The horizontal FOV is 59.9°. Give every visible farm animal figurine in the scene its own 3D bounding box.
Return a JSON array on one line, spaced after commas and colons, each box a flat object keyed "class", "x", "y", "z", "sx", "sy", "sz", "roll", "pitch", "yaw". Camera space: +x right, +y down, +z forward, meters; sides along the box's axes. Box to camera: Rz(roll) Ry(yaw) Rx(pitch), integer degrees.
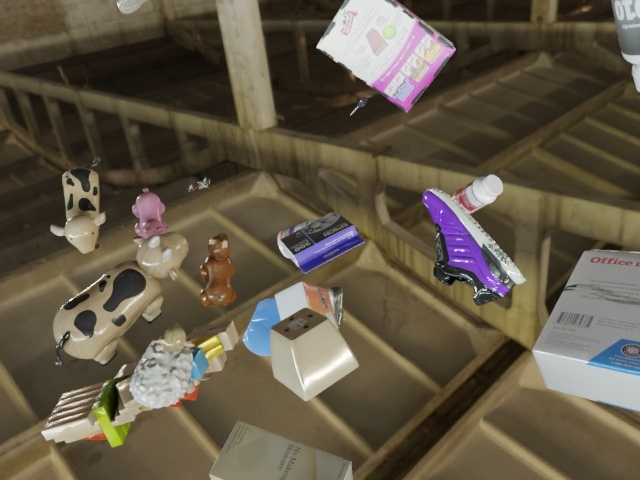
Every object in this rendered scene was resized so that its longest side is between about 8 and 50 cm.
[{"class": "farm animal figurine", "x": -0.295, "y": 0.045, "z": 0.848, "sx": 0.331, "sy": 0.172, "sz": 0.326, "roll": 27, "pitch": -118, "yaw": -3}]

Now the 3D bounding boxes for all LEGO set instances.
[{"class": "LEGO set", "x": -0.363, "y": -0.165, "z": 1.686, "sx": 0.083, "sy": 0.023, "sz": 0.054, "roll": -34, "pitch": 173, "yaw": -26}]

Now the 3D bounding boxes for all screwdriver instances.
[{"class": "screwdriver", "x": 0.123, "y": -0.451, "z": 1.891, "sx": 0.025, "sy": 0.024, "sz": 0.170, "roll": -42, "pitch": -174, "yaw": -18}]

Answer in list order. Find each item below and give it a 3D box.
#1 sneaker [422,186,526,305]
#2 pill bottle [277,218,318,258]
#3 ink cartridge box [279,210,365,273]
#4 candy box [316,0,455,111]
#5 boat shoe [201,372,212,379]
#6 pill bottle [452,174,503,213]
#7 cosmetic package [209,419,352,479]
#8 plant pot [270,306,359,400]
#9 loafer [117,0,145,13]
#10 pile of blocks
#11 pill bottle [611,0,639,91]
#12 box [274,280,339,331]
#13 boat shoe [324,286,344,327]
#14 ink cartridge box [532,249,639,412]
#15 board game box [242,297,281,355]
[{"class": "sneaker", "x": 0.287, "y": 0.017, "z": 1.194, "sx": 0.146, "sy": 0.102, "sz": 0.293, "roll": -43, "pitch": -120, "yaw": 13}, {"class": "pill bottle", "x": -0.042, "y": -0.011, "z": 1.922, "sx": 0.194, "sy": 0.108, "sz": 0.108, "roll": -17, "pitch": -159, "yaw": 28}, {"class": "ink cartridge box", "x": 0.000, "y": 0.000, "z": 1.670, "sx": 0.206, "sy": 0.045, "sz": 0.208, "roll": -28, "pitch": -152, "yaw": -11}, {"class": "candy box", "x": 0.132, "y": -0.398, "z": 1.131, "sx": 0.234, "sy": 0.159, "sz": 0.071, "roll": 33, "pitch": -152, "yaw": -11}, {"class": "boat shoe", "x": -0.412, "y": 0.383, "z": 1.750, "sx": 0.060, "sy": 0.178, "sz": 0.064, "roll": -30, "pitch": -153, "yaw": 46}, {"class": "pill bottle", "x": 0.479, "y": -0.141, "z": 1.688, "sx": 0.086, "sy": 0.086, "sz": 0.152, "roll": -25, "pitch": 174, "yaw": -30}, {"class": "cosmetic package", "x": -0.093, "y": 0.577, "z": 1.356, "sx": 0.310, "sy": 0.113, "sz": 0.160, "roll": 12, "pitch": -132, "yaw": 18}, {"class": "plant pot", "x": -0.020, "y": 0.172, "z": 0.895, "sx": 0.109, "sy": 0.096, "sz": 0.109, "roll": -27, "pitch": -157, "yaw": -26}, {"class": "loafer", "x": -0.359, "y": -0.510, "z": 1.128, "sx": 0.125, "sy": 0.045, "sz": 0.039, "roll": -32, "pitch": -123, "yaw": -3}, {"class": "pile of blocks", "x": -0.296, "y": 0.281, "z": 1.004, "sx": 0.362, "sy": 0.112, "sz": 0.149, "roll": -26, "pitch": -158, "yaw": -20}, {"class": "pill bottle", "x": 0.637, "y": -0.431, "z": 1.032, "sx": 0.161, "sy": 0.283, "sz": 0.161, "roll": -23, "pitch": -156, "yaw": 11}, {"class": "box", "x": -0.028, "y": 0.207, "z": 1.423, "sx": 0.091, "sy": 0.130, "sz": 0.170, "roll": -27, "pitch": -116, "yaw": 24}, {"class": "boat shoe", "x": 0.048, "y": 0.255, "z": 1.853, "sx": 0.070, "sy": 0.219, "sz": 0.078, "roll": -10, "pitch": -152, "yaw": -19}, {"class": "ink cartridge box", "x": 0.773, "y": 0.216, "z": 1.426, "sx": 0.286, "sy": 0.166, "sz": 0.395, "roll": 6, "pitch": -135, "yaw": 46}, {"class": "board game box", "x": -0.134, "y": 0.229, "z": 1.502, "sx": 0.133, "sy": 0.168, "sz": 0.033, "roll": 22, "pitch": -174, "yaw": -26}]
